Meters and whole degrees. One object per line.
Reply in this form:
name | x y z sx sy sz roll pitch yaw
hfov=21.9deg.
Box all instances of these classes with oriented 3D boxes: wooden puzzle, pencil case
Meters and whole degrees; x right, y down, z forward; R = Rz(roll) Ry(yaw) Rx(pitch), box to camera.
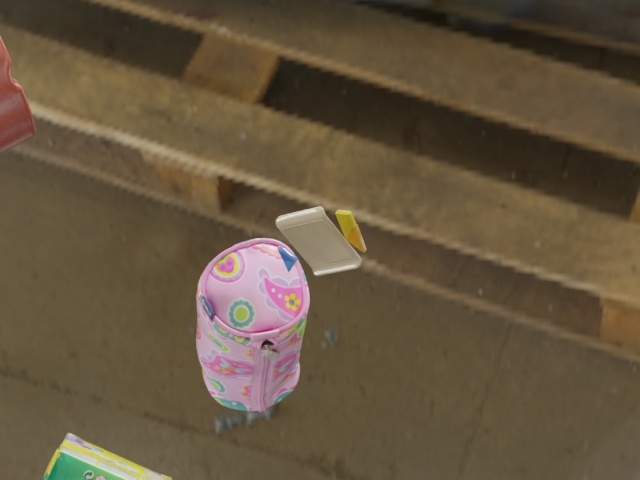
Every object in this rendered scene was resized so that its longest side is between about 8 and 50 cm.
wooden puzzle | 0.000 0.000 1.591 0.116 0.078 0.014 -5 36 41
pencil case | -0.075 0.100 1.821 0.124 0.284 0.124 2 68 -4

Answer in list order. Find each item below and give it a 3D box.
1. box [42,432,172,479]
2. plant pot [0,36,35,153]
box | -0.180 0.206 1.409 0.105 0.179 0.043 25 88 -4
plant pot | -0.502 -0.167 1.988 0.265 0.272 0.272 -24 60 -13
